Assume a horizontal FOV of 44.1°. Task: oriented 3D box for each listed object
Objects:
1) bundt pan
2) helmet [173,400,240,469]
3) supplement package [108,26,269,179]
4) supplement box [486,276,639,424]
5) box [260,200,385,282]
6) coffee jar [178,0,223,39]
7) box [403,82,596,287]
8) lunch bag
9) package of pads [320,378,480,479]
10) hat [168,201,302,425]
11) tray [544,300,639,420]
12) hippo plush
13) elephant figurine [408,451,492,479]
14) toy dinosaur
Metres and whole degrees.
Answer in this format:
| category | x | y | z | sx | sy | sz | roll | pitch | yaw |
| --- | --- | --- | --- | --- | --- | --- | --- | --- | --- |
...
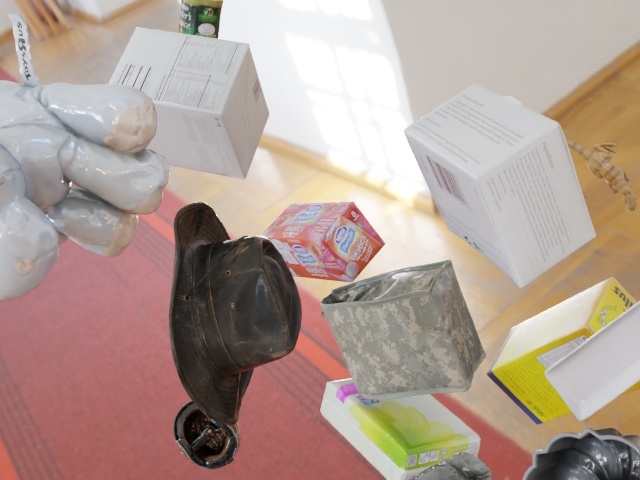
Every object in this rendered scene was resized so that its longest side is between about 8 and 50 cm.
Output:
| category | x | y | z | sx | sy | sz | roll | pitch | yaw |
| --- | --- | --- | --- | --- | --- | --- | --- | --- | --- |
| bundt pan | 0.524 | 0.479 | 1.380 | 0.124 | 0.331 | 0.331 | -7 | 19 | -42 |
| helmet | -0.282 | 0.481 | 1.966 | 0.169 | 0.169 | 0.161 | -31 | 14 | -11 |
| supplement package | -0.216 | -0.229 | 1.328 | 0.203 | 0.194 | 0.149 | 12 | 65 | 12 |
| supplement box | 0.616 | 0.276 | 1.924 | 0.195 | 0.194 | 0.356 | -47 | 4 | -39 |
| box | 0.000 | 0.000 | 1.714 | 0.122 | 0.128 | 0.257 | -48 | 25 | -23 |
| coffee jar | -0.249 | -0.446 | 1.622 | 0.079 | 0.184 | 0.096 | -2 | 25 | -28 |
| box | 0.218 | -0.072 | 0.972 | 0.119 | 0.182 | 0.181 | -34 | 33 | -4 |
| lunch bag | 0.158 | 0.190 | 1.616 | 0.287 | 0.235 | 0.169 | -14 | 17 | 33 |
| package of pads | 0.175 | 0.404 | 1.723 | 0.229 | 0.101 | 0.296 | 1 | 22 | -35 |
| hat | -0.101 | 0.095 | 1.147 | 0.134 | 0.331 | 0.331 | -10 | 37 | 12 |
| tray | 0.581 | 0.226 | 1.558 | 0.270 | 0.145 | 0.030 | -38 | 17 | 4 |
| hippo plush | -0.302 | -0.073 | 0.818 | 0.234 | 0.294 | 0.236 | -13 | 24 | 13 |
| elephant figurine | 0.195 | 0.352 | 0.893 | 0.186 | 0.169 | 0.239 | -30 | 22 | -16 |
| toy dinosaur | 0.485 | -0.142 | 1.387 | 0.211 | 0.064 | 0.112 | 41 | 29 | 11 |
